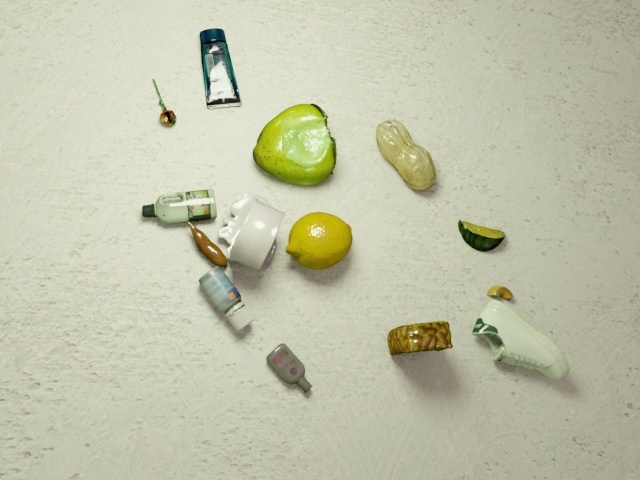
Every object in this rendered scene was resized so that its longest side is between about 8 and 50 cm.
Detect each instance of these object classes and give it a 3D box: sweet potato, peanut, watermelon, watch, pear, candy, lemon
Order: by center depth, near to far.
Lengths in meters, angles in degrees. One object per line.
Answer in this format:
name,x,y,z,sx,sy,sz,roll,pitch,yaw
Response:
watch,-0.209,-0.041,1.760,0.196,0.231,0.244,23,75,-6
sweet potato,-0.361,0.013,1.794,0.056,0.056,0.195,-44,102,-20
lemon,0.000,0.000,1.827,0.244,0.187,0.187,-15,81,-28
candy,-0.521,-0.455,1.880,0.055,0.049,0.185,-8,68,-48
pear,-0.098,-0.320,1.896,0.292,0.159,0.293,2,78,-12
peanut,0.300,-0.299,2.011,0.130,0.130,0.290,-40,87,-20
watermelon,0.580,-0.004,2.063,0.181,0.075,0.092,12,30,-13

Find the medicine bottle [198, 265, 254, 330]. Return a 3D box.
medicine bottle,-0.288,0.181,1.763,0.083,0.083,0.203,-34,89,-19

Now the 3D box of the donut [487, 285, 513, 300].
donut,0.643,0.191,2.030,0.083,0.038,0.067,43,67,0

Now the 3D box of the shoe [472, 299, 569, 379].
shoe,0.674,0.376,1.949,0.363,0.132,0.160,42,70,3

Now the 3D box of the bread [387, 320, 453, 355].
bread,0.316,0.311,1.819,0.181,0.222,0.096,-5,77,-12

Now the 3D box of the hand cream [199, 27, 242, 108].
hand cream,-0.347,-0.582,1.946,0.120,0.061,0.271,-9,84,-15

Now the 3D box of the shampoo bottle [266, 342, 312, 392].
shampoo bottle,-0.091,0.403,1.784,0.080,0.040,0.165,-41,89,-21

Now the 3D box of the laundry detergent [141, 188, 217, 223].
laundry detergent,-0.443,-0.103,1.797,0.225,0.070,0.099,-7,89,-15
